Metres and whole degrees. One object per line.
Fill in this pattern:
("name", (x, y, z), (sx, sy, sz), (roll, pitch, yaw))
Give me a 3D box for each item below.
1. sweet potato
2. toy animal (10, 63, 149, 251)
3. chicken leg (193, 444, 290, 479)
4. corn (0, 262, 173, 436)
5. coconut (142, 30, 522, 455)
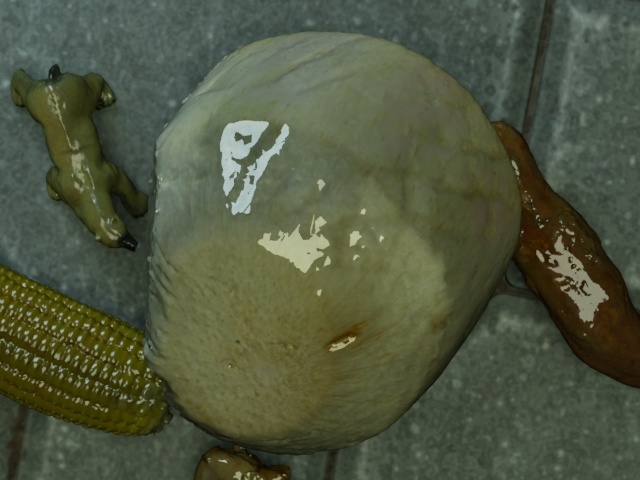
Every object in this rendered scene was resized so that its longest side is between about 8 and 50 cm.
("sweet potato", (0.259, 0.035, 1.851), (0.355, 0.095, 0.106), (53, 48, -5))
("toy animal", (-0.245, -0.086, 1.831), (0.103, 0.101, 0.219), (-18, 92, -3))
("chicken leg", (-0.053, 0.301, 1.839), (0.101, 0.085, 0.207), (-30, 78, 4))
("corn", (-0.303, 0.100, 1.818), (0.344, 0.131, 0.131), (25, 90, -2))
("coconut", (0.000, 0.000, 1.732), (0.344, 0.415, 0.415), (26, 90, 8))
